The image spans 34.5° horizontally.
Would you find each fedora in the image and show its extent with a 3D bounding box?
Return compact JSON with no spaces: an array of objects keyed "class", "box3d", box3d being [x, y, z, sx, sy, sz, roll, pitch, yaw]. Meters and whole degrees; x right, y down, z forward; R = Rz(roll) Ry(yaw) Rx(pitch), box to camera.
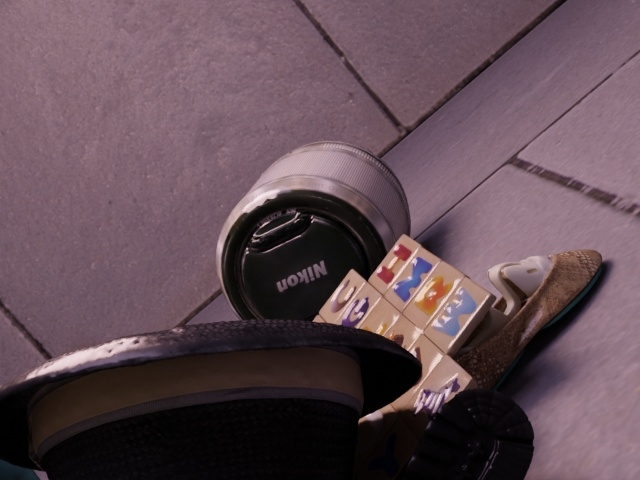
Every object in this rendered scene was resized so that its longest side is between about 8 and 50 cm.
[{"class":"fedora","box3d":[-0.073,0.168,0.678,0.334,0.152,0.334,-9,-20,-3]}]

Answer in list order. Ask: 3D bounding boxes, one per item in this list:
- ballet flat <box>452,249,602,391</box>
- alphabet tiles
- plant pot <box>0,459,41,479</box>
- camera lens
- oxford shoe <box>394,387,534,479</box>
[{"class":"ballet flat","box3d":[0.150,0.059,0.840,0.206,0.067,0.073,-44,9,-23]},{"class":"alphabet tiles","box3d":[0.019,0.131,0.869,0.285,0.011,0.342,-53,17,2]},{"class":"plant pot","box3d":[-0.274,0.311,0.778,0.272,0.255,0.271,-38,8,6]},{"class":"camera lens","box3d":[0.000,0.000,1.304,0.219,0.219,0.274,-38,8,18]},{"class":"oxford shoe","box3d":[0.049,0.198,0.614,0.227,0.083,0.096,-47,-16,-17]}]
